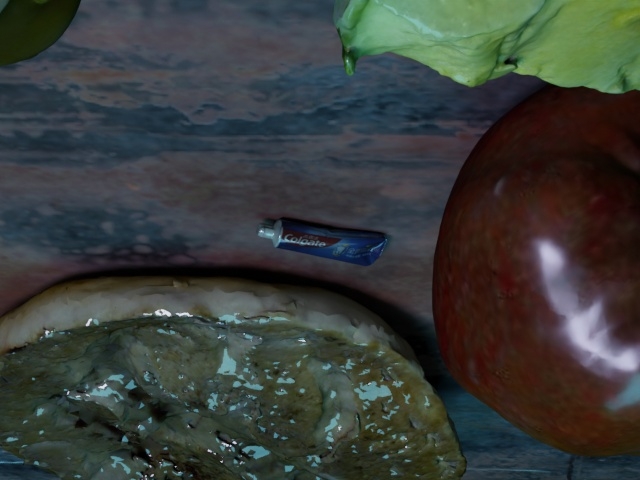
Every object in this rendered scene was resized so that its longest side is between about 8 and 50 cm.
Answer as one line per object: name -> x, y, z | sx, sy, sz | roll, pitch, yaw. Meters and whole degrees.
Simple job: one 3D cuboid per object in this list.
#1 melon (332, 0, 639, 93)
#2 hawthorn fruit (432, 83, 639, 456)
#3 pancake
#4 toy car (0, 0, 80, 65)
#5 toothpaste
melon -> 0.151, -0.118, 0.591 | 0.323, 0.124, 0.196 | 3, 152, -24
hawthorn fruit -> 0.146, 0.018, 0.832 | 0.208, 0.208, 0.248 | 15, 166, -20
pancake -> -0.079, 0.129, 1.157 | 0.387, 0.082, 0.387 | 6, 149, 3
toy car -> -0.204, -0.126, 0.624 | 0.248, 0.204, 0.198 | -6, 173, 14
toothpaste -> 0.000, 0.000, 0.976 | 0.083, 0.019, 0.027 | 11, 127, -15
